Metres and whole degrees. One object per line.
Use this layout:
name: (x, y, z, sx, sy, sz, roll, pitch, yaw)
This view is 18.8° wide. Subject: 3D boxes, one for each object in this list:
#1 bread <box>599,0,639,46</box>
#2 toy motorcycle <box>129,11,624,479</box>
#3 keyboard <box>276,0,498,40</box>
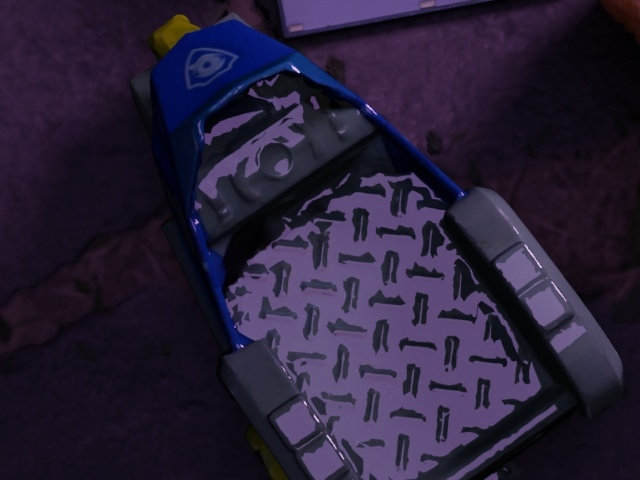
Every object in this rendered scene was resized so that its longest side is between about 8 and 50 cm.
bread: (0.312, -0.141, 1.022, 0.279, 0.207, 0.279, -46, 78, 14)
toy motorcycle: (0.000, 0.000, 1.035, 0.191, 0.200, 0.326, -35, 81, -5)
keyboard: (0.059, -0.162, 1.158, 0.176, 0.014, 0.055, -11, 79, 0)
